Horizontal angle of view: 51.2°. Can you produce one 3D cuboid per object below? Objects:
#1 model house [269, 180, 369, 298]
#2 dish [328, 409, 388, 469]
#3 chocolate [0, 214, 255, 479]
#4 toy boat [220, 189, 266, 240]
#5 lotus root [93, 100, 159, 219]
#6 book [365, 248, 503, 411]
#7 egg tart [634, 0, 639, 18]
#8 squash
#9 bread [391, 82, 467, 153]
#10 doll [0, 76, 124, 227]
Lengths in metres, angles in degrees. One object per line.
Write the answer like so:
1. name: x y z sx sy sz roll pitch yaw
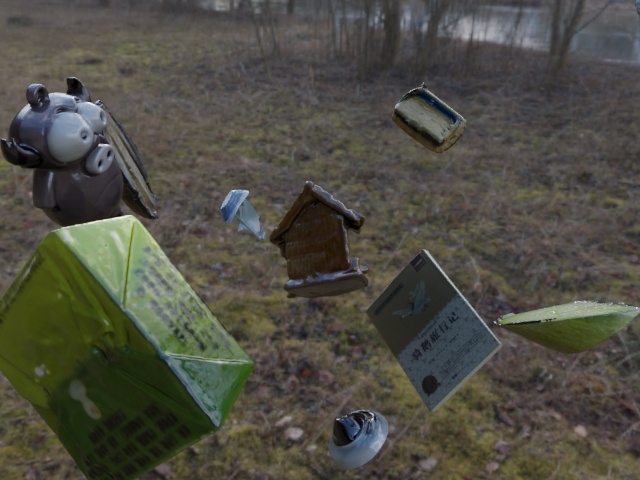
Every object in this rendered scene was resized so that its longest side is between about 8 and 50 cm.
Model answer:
1. model house: 0.000 0.002 1.428 0.220 0.229 0.199 -7 -9 13
2. dish: 0.060 0.387 1.366 0.141 0.078 0.141 -33 20 14
3. chocolate: -0.265 0.146 0.860 0.301 0.288 0.137 -38 2 37
4. toy boat: -0.175 -0.066 1.599 0.034 0.105 0.149 -7 -20 45
5. lotus root: -0.436 -0.153 1.441 0.078 0.329 0.167 -15 54 0
6. book: 0.241 0.194 1.494 0.021 0.217 0.310 23 25 -43
7. egg tart: 0.571 -0.391 0.960 0.234 0.234 0.094 18 10 35
8. squash: 0.502 0.157 1.415 0.204 0.155 0.237 -47 6 -11
9. bread: 0.160 -0.179 0.999 0.072 0.053 0.106 -43 62 -3
10. doll: -0.364 -0.108 0.973 0.117 0.257 0.182 9 43 11
